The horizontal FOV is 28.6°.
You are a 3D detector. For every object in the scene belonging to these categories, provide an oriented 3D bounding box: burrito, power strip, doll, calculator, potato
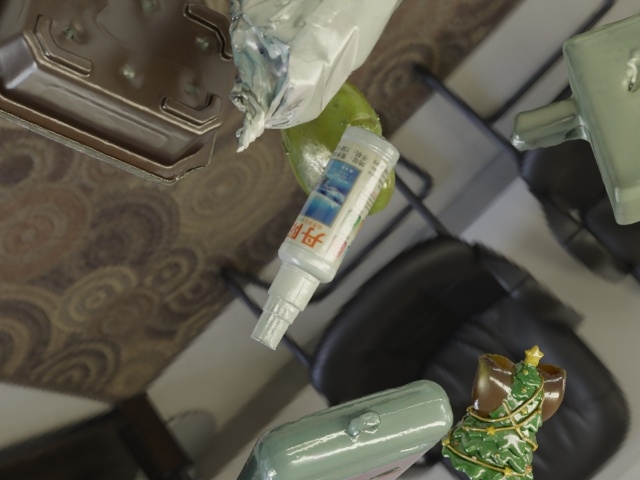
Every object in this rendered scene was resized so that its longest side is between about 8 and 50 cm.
[{"bbox_3d":[0.034,-0.239,1.013,0.445,0.139,0.101,-55,133,-24],"label":"burrito"},{"bbox_3d":[0.263,-0.097,0.986,0.224,0.140,0.139,-19,169,11],"label":"power strip"},{"bbox_3d":[0.144,0.138,0.945,0.078,0.076,0.113,12,128,-22],"label":"doll"},{"bbox_3d":[0.011,0.156,0.905,0.141,0.045,0.246,-16,162,-15],"label":"calculator"},{"bbox_3d":[0.025,-0.152,2.033,0.149,0.253,0.186,-31,166,-21],"label":"potato"}]

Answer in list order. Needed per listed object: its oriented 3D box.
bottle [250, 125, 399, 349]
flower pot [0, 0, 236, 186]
[{"bbox_3d":[0.000,0.000,1.150,0.217,0.060,0.060,-62,153,-9],"label":"bottle"},{"bbox_3d":[-0.175,-0.167,1.103,0.251,0.178,0.084,24,157,-30],"label":"flower pot"}]
